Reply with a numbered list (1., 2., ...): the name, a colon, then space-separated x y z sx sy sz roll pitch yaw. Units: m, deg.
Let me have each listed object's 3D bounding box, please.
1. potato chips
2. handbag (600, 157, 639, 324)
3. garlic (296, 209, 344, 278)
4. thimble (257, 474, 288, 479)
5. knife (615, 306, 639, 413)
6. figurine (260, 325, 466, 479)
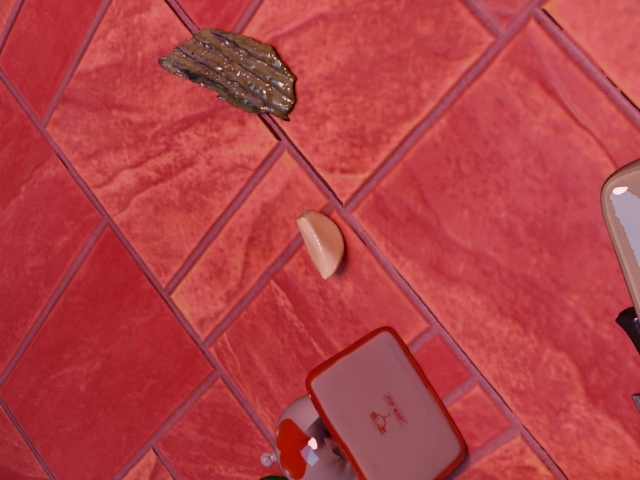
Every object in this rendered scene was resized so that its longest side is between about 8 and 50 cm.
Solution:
1. potato chips: -0.113 -0.216 0.991 0.207 0.028 0.092 29 118 24
2. handbag: 0.375 0.020 0.689 0.219 0.079 0.256 -17 94 23
3. garlic: 0.000 0.000 0.959 0.041 0.053 0.083 -22 99 36
4. thimble: -0.074 0.392 1.113 0.118 0.090 0.130 40 122 23
5. knife: 0.342 0.173 0.791 0.060 0.028 0.230 -26 91 50
6. figurine: 0.019 0.245 0.979 0.226 0.160 0.183 -39 80 46
